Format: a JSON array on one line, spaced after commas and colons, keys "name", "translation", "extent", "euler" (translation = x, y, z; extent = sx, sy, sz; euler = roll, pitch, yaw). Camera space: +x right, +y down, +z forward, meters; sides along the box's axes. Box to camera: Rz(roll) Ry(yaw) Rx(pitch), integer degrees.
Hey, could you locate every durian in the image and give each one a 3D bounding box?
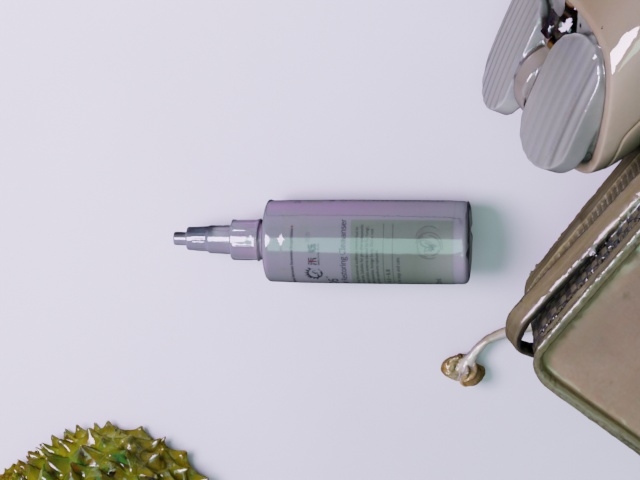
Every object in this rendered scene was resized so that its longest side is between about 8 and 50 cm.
[{"name": "durian", "translation": [-0.141, 0.198, 1.303], "extent": [0.186, 0.108, 0.119], "euler": [33, 107, -1]}]

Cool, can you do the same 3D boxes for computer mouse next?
[{"name": "computer mouse", "translation": [0.190, -0.152, 1.146], "extent": [0.082, 0.145, 0.236], "euler": [25, 113, -37]}]

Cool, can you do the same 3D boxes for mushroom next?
[{"name": "mushroom", "translation": [0.215, 0.044, 1.259], "extent": [0.286, 0.026, 0.028], "euler": [-19, 117, 11]}]

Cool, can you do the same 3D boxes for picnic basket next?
[{"name": "picnic basket", "translation": [0.259, 0.065, 1.176], "extent": [0.266, 0.139, 0.165], "euler": [35, 108, -8]}]

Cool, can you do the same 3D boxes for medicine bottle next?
[{"name": "medicine bottle", "translation": [0.000, 0.000, 1.257], "extent": [0.199, 0.057, 0.058], "euler": [1, 105, 8]}]
